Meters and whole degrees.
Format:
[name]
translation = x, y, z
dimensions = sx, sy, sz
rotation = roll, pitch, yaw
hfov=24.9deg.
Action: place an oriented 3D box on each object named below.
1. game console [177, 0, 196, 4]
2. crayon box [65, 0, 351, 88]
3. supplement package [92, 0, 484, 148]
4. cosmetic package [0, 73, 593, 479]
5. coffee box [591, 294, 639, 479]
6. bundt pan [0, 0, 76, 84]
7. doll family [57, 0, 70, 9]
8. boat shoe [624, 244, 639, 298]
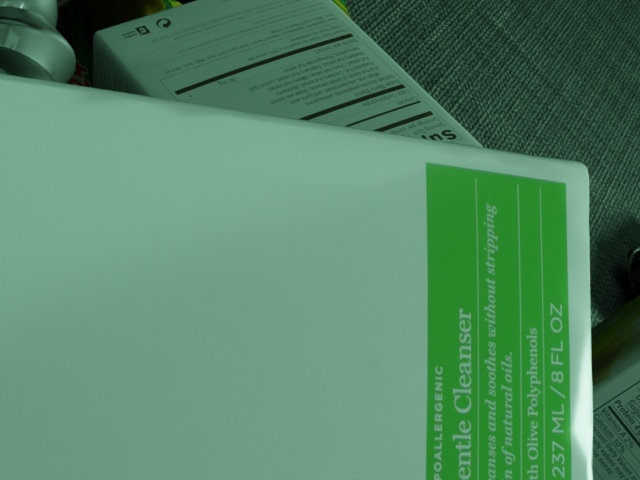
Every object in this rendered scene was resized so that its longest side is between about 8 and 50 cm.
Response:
[game console]
translation = -0.159, -0.284, 1.175
dimensions = 0.361, 0.044, 0.213
rotation = 32, 57, 8
[crayon box]
translation = -0.098, -0.184, 1.256
dimensions = 0.318, 0.081, 0.202
rotation = 11, 49, -42
[supplement package]
translation = -0.011, -0.017, 0.988
dimensions = 0.175, 0.178, 0.293
rotation = -22, 53, -28
[cosmetic package]
translation = -0.060, 0.045, 0.683
dimensions = 0.365, 0.155, 0.197
rotation = 5, 79, -30
[coffee box]
translation = 0.376, 0.189, 1.189
dimensions = 0.338, 0.334, 0.337
rotation = 51, 34, 3
[bundt pan]
translation = -0.292, -0.118, 0.860
dimensions = 0.330, 0.124, 0.331
rotation = 15, 62, -29
[doll family]
translation = -0.237, -0.207, 1.062
dimensions = 0.076, 0.193, 0.111
rotation = -42, 104, -31
[boat shoe]
translation = 0.369, 0.032, 1.574
dimensions = 0.076, 0.080, 0.228
rotation = 36, 35, 13
